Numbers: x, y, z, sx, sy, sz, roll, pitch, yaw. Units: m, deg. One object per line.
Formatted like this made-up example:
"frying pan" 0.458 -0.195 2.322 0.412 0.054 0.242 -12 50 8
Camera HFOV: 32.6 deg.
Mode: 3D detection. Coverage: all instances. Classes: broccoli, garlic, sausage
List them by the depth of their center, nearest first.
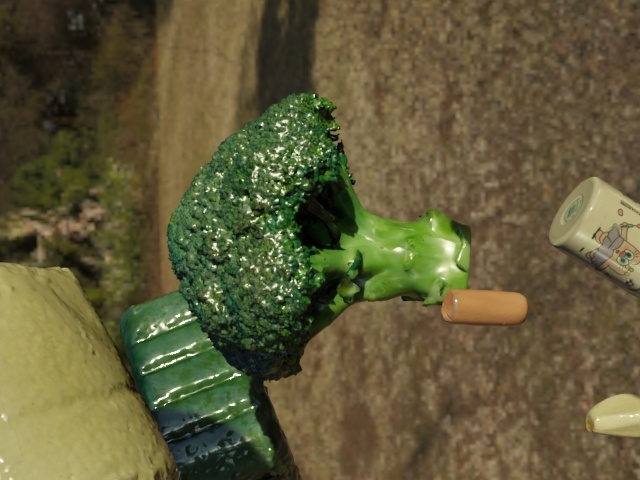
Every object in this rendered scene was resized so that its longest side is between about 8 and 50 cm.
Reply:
"sausage" 0.153 0.063 1.015 0.034 0.083 0.034 -176 90 -72
"garlic" 0.295 0.171 1.051 0.053 0.083 0.041 -82 -13 -78
"broccoli" 0.000 0.000 1.057 0.297 0.297 0.297 4 -90 -89

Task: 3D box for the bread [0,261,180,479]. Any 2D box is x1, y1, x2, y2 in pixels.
"bread" -0.161 0.091 0.550 0.141 0.134 0.148 59 178 15

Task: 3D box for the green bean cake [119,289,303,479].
"green bean cake" -0.140 0.248 1.478 0.300 0.169 0.307 81 166 -54

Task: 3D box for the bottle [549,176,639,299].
"bottle" 0.381 0.018 1.305 0.097 0.209 0.110 -60 9 -9
